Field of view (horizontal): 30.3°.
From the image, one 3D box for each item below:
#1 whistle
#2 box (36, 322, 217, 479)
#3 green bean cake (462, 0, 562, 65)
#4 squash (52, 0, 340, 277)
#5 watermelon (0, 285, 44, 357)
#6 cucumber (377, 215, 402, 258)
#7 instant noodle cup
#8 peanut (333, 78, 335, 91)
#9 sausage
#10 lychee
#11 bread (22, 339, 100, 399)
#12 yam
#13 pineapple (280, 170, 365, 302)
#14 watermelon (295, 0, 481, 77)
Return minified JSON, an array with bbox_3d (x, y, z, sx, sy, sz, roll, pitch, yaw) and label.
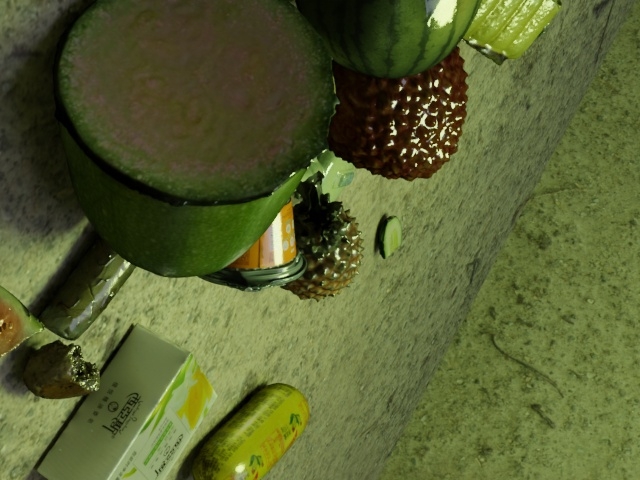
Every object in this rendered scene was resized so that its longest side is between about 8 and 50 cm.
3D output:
[{"bbox_3d":[-0.007,-0.113,2.031,0.258,0.067,0.126,-15,127,-63],"label":"whistle"},{"bbox_3d":[-0.278,0.281,1.749,0.260,0.111,0.194,-60,161,-19],"label":"box"},{"bbox_3d":[0.255,-0.484,2.022,0.310,0.285,0.202,14,127,-48],"label":"green bean cake"},{"bbox_3d":[-0.151,-0.103,1.385,0.310,0.310,0.309,-54,172,-27],"label":"squash"},{"bbox_3d":[-0.390,0.101,1.217,0.245,0.119,0.063,-28,151,-59],"label":"watermelon"},{"bbox_3d":[0.148,-0.016,2.600,0.067,0.035,0.107,-40,145,-29],"label":"cucumber"},{"bbox_3d":[-0.108,-0.019,1.758,0.178,0.208,0.125,-7,111,-20],"label":"instant noodle cup"},{"bbox_3d":[-0.043,-0.202,1.734,0.129,0.129,0.224,-47,156,-41],"label":"peanut"},{"bbox_3d":[-0.128,0.379,2.236,0.347,0.123,0.123,-42,151,-50],"label":"sausage"},{"bbox_3d":[0.101,-0.233,1.874,0.276,0.304,0.276,-28,166,-8],"label":"lychee"},{"bbox_3d":[-0.335,0.165,1.510,0.113,0.082,0.060,69,9,-69],"label":"bread"},{"bbox_3d":[-0.250,-0.001,1.534,0.317,0.071,0.067,-55,129,-22],"label":"yam"},{"bbox_3d":[0.000,0.000,1.928,0.175,0.175,0.361,-60,180,-12],"label":"pineapple"},{"bbox_3d":[0.097,-0.404,1.617,0.279,0.279,0.359,-32,137,-57],"label":"watermelon"}]
